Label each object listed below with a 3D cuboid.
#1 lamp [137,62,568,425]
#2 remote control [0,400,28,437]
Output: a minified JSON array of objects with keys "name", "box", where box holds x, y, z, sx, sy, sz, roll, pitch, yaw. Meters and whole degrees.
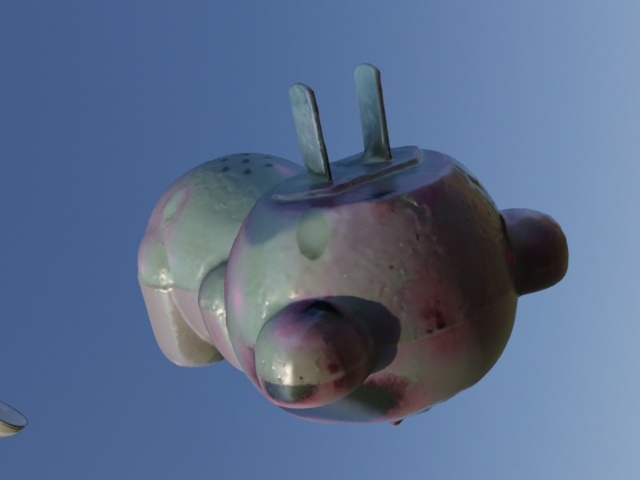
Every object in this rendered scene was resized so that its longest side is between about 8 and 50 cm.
[{"name":"lamp","box":[0.000,0.000,0.675,0.247,0.301,0.247,-18,-71,-32]},{"name":"remote control","box":[-0.419,0.163,0.984,0.073,0.229,0.044,-160,89,-84]}]
